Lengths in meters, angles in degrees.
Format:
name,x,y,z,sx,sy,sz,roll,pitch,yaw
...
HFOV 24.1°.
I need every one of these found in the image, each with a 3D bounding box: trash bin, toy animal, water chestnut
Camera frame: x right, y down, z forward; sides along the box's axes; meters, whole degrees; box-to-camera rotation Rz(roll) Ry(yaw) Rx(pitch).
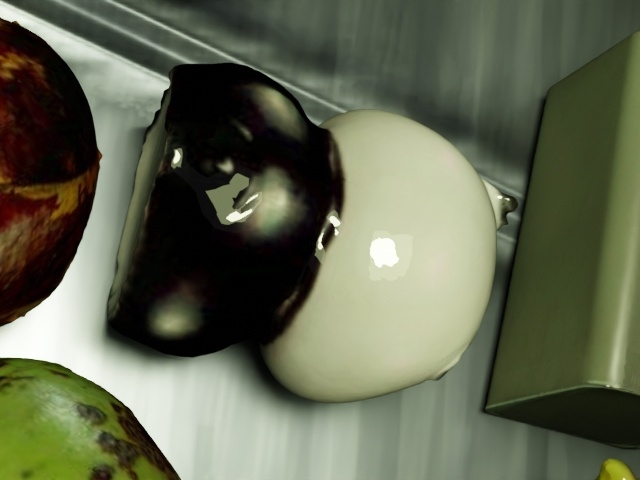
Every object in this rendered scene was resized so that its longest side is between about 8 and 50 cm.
name,x,y,z,sx,sy,sz,roll,pitch,yaw
trash bin,0.209,0.003,0.991,0.122,0.164,0.240,15,75,-16
toy animal,-0.006,0.000,0.919,0.235,0.165,0.187,16,77,-17
water chestnut,-0.243,-0.027,0.833,0.223,0.238,0.224,22,33,-15

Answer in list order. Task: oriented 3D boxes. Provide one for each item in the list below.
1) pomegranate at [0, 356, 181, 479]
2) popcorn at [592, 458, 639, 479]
name,x,y,z,sx,sy,sz,roll,pitch,yaw
pomegranate,-0.210,0.177,0.761,0.306,0.242,0.242,-3,79,-50
popcorn,0.203,0.294,0.852,0.321,0.290,0.325,35,36,14
